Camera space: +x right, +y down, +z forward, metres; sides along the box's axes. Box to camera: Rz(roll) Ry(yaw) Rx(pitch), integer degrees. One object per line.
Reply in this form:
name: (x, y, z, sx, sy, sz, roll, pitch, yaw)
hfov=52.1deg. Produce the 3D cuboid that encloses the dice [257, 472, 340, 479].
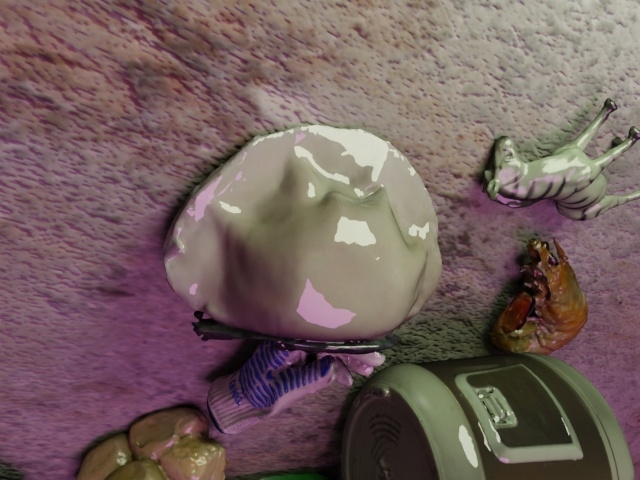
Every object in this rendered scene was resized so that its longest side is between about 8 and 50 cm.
dice: (-0.055, 0.539, 0.953, 0.300, 0.297, 0.287, 6, 122, -31)

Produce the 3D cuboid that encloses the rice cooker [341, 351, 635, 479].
rice cooker: (0.227, 0.314, 0.886, 0.326, 0.335, 0.335, 1, 126, -24)

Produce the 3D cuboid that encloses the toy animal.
toy animal: (0.297, -0.072, 0.781, 0.176, 0.073, 0.217, -38, 140, 14)

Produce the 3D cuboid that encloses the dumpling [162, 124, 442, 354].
dumpling: (0.001, 0.015, 0.634, 0.293, 0.163, 0.204, 9, 127, -20)

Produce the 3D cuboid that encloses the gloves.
gloves: (-0.032, 0.152, 0.750, 0.229, 0.119, 0.097, -23, 105, 17)

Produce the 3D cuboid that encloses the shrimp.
shrimp: (0.301, 0.093, 0.935, 0.152, 0.063, 0.287, -26, 138, 10)

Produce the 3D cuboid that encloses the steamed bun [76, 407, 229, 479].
steamed bun: (-0.202, 0.310, 0.808, 0.192, 0.106, 0.177, -13, 131, -17)
